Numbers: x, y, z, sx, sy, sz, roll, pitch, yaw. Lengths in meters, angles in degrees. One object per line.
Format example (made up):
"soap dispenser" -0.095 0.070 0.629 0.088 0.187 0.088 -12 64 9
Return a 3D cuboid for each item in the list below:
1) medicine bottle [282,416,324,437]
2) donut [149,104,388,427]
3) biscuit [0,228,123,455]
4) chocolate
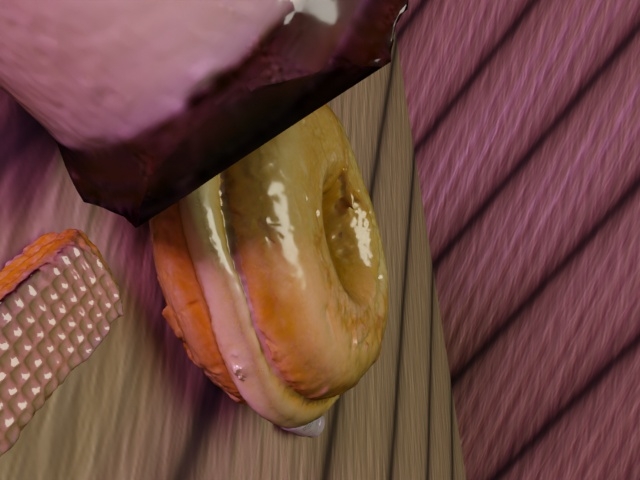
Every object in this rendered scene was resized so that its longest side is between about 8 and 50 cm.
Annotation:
"medicine bottle" -0.029 0.275 0.849 0.089 0.052 0.052 51 36 -53
"donut" -0.048 0.009 0.713 0.449 0.198 0.449 -10 90 -70
"biscuit" -0.246 0.120 0.343 0.379 0.054 0.094 -67 144 -55
"chocolate" -0.158 -0.230 0.386 0.297 0.314 0.326 39 25 -53
